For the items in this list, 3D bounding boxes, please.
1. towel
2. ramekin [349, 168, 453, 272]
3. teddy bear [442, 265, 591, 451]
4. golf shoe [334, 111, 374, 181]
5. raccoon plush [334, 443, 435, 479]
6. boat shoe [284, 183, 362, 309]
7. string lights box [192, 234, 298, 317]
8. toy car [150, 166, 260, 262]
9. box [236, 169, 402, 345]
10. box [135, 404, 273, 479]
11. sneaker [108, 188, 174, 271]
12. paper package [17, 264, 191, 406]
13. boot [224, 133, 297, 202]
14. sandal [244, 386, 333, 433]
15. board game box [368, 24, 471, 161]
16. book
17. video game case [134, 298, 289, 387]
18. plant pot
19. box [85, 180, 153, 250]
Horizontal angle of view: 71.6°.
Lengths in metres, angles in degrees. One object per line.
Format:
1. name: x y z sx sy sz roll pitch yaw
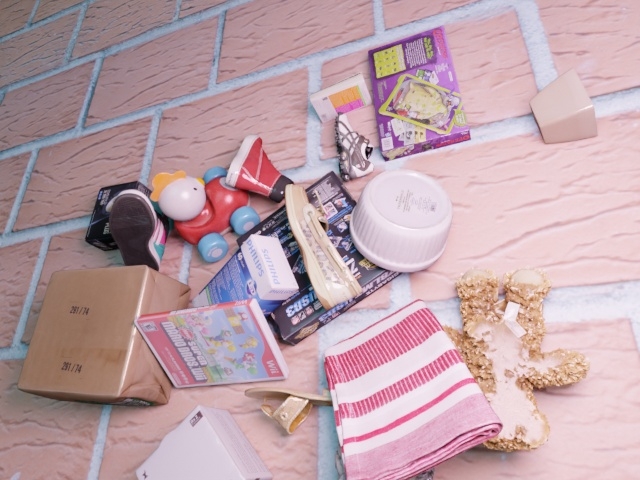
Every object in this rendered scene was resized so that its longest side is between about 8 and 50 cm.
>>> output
1. towel: 0.124 0.239 0.752 0.237 0.037 0.329 -30 24 6
2. ramekin: 0.166 -0.050 0.898 0.207 0.109 0.207 4 51 -4
3. teddy bear: 0.320 0.192 0.780 0.244 0.113 0.338 -13 54 11
4. golf shoe: 0.084 -0.237 1.104 0.093 0.077 0.198 -8 66 3
5. raccoon plush: 0.117 0.538 0.686 0.299 0.216 0.447 -27 84 -6
6. boat shoe: 0.000 0.000 0.924 0.089 0.104 0.285 -23 70 6
7. string lights box: -0.172 0.119 0.963 0.259 0.076 0.133 -43 57 30
8. toy car: -0.307 -0.106 1.099 0.210 0.238 0.219 -40 58 1
9. box: -0.013 0.032 1.005 0.295 0.073 0.293 -36 59 4
10. box: -0.226 0.456 0.864 0.181 0.119 0.182 -47 57 -3
11. sneaker: -0.448 -0.060 1.138 0.123 0.296 0.179 5 49 -10
12. paper package: -0.513 0.229 1.069 0.324 0.168 0.310 -5 66 20
13. boot: -0.139 -0.187 1.168 0.176 0.088 0.244 20 35 -11
14. sandal: -0.046 0.335 0.865 0.239 0.088 0.079 -5 58 15
15. board game box: 0.237 -0.372 1.111 0.208 0.056 0.347 -13 61 22
16. book: 0.055 -0.365 1.155 0.144 0.096 0.035 -18 61 13
17. video game case: -0.230 0.226 0.941 0.285 0.204 0.025 -11 28 18
18. plant pot: 0.497 -0.264 0.917 0.096 0.109 0.109 -23 58 26
19. box: -0.583 -0.070 1.295 0.147 0.077 0.180 -6 64 20
